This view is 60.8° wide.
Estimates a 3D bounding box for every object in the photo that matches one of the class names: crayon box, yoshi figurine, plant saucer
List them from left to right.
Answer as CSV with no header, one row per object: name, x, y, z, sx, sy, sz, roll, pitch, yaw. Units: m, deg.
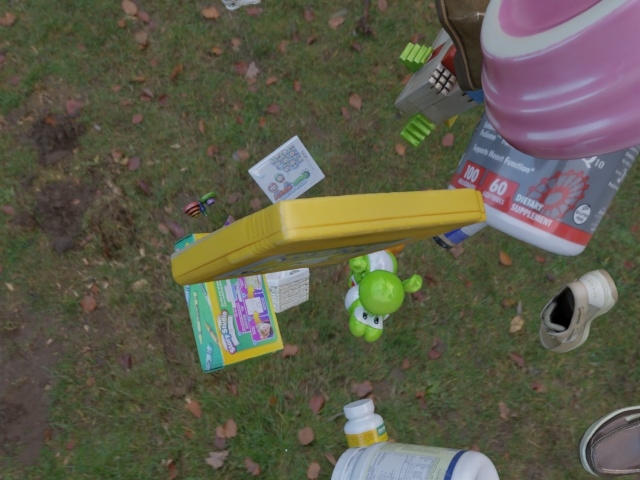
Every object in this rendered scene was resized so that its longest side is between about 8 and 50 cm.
crayon box,-0.194,0.122,1.164,0.165,0.081,0.279,-5,77,-47
yoshi figurine,0.151,0.083,1.389,0.203,0.203,0.362,-5,40,13
plant saucer,0.247,-0.220,0.423,0.084,0.332,0.332,34,68,-20

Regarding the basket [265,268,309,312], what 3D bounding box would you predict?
basket,-0.119,0.147,1.649,0.113,0.167,0.103,1,101,34

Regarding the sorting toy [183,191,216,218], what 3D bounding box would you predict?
sorting toy,-0.324,-0.091,1.498,0.101,0.061,0.042,-31,86,-14

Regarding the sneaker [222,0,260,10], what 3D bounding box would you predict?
sneaker,-0.120,-0.380,0.780,0.087,0.092,0.229,-9,29,10

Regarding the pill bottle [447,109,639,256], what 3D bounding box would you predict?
pill bottle,0.342,-0.180,0.751,0.210,0.210,0.363,24,104,6

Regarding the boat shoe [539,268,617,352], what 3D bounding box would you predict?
boat shoe,0.591,0.182,1.334,0.110,0.341,0.122,-13,55,-8

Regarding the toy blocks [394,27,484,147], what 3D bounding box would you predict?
toy blocks,0.316,-0.397,1.124,0.190,0.261,0.382,36,73,-15

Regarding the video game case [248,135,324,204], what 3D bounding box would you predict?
video game case,-0.088,-0.177,1.447,0.157,0.143,0.019,-35,33,3

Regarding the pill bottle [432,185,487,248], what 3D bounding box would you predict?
pill bottle,0.341,-0.085,1.222,0.219,0.122,0.123,-37,71,27

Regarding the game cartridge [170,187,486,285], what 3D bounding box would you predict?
game cartridge,0.000,0.000,0.677,0.285,0.323,0.053,-7,85,-33

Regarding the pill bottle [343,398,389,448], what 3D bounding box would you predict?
pill bottle,0.135,0.568,1.559,0.117,0.117,0.209,-15,83,-9

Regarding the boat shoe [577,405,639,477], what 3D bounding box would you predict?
boat shoe,0.522,0.296,0.829,0.257,0.095,0.095,-15,83,-12

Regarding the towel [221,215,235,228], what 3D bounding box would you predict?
towel,-0.209,-0.022,1.309,0.009,0.083,0.060,-28,110,18

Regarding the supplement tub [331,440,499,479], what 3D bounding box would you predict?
supplement tub,0.206,0.570,1.192,0.324,0.235,0.236,-9,63,36

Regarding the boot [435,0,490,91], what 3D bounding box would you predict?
boot,0.247,-0.345,0.817,0.115,0.305,0.113,11,69,34
